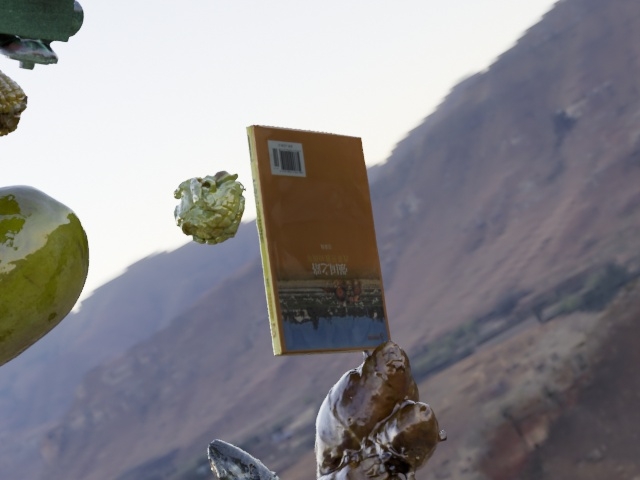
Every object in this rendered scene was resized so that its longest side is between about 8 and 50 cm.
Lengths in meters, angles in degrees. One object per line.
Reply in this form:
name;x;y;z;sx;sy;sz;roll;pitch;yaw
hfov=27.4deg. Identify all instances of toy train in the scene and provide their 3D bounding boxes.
toy train;-0.477;-0.324;1.767;0.221;0.150;0.304;21;13;40

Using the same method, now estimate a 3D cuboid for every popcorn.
popcorn;-0.209;-0.060;2.487;0.141;0.135;0.162;-20;3;13

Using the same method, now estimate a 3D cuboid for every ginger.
ginger;0.078;0.339;2.062;0.152;0.357;0.274;15;-14;-16

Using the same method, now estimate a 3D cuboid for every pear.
pear;-0.508;0.058;2.092;0.307;0.253;0.253;-50;1;-9

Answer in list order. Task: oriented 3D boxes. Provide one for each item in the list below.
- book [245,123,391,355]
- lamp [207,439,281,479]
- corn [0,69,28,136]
book;0.000;0.000;2.150;0.028;0.373;0.262;-16;-13;42
lamp;-0.119;0.465;2.422;0.101;0.250;0.101;-46;-2;-2
corn;-0.569;-0.273;2.046;0.101;0.292;0.101;-44;-14;-14
